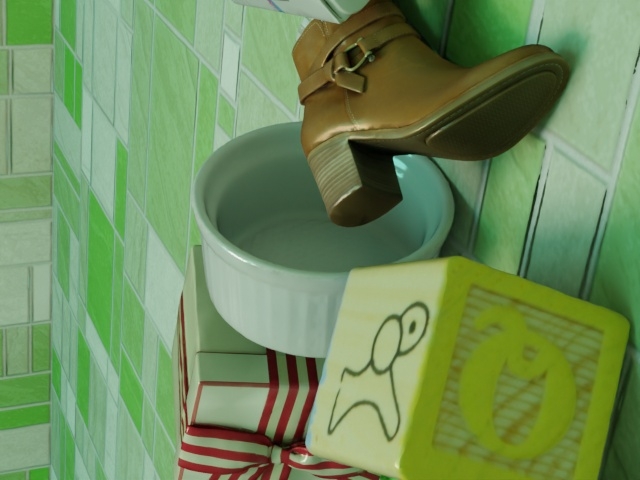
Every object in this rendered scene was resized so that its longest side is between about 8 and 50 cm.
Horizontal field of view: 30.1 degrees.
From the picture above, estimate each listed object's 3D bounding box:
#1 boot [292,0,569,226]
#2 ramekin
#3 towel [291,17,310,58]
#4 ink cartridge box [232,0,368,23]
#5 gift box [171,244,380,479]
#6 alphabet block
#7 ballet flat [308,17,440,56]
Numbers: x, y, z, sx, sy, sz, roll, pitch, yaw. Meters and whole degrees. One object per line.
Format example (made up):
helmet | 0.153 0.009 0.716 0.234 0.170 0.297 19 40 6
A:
boot | 0.091 -0.166 1.155 0.283 0.109 0.220 -35 54 34
ramekin | 0.000 0.000 1.289 0.277 0.277 0.135 -122 27 -45
towel | -0.001 -0.257 1.525 0.152 0.023 0.113 113 144 -48
ink cartridge box | -0.002 -0.356 1.238 0.131 0.226 0.306 46 172 -26
gift box | -0.053 0.188 1.468 0.258 0.255 0.276 -100 14 -46
alphabet block | 0.125 0.131 1.058 0.197 0.193 0.192 -7 67 67
ballet flat | 0.046 -0.239 1.331 0.280 0.096 0.095 -123 35 -47
